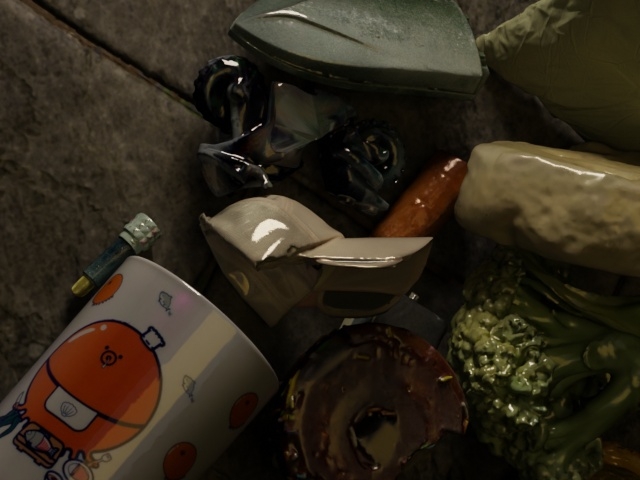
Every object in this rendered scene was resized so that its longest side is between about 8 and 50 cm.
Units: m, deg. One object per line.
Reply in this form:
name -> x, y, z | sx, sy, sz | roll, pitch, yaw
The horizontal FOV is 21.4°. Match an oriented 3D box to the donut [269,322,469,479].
donut -> 0.040, 0.201, 1.856 | 0.216, 0.096, 0.230 | 33, 76, -21

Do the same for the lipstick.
lipstick -> -0.225, 0.020, 1.838 | 0.116, 0.037, 0.037 | -44, 108, -14

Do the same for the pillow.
pillow -> 0.361, -0.198, 1.995 | 0.280, 0.274, 0.076 | 35, 53, -22

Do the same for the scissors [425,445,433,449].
scissors -> 0.102, 0.246, 2.011 | 0.083, 0.006, 0.036 | -29, 104, -23

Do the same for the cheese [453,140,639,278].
cheese -> 0.310, -0.044, 1.935 | 0.326, 0.318, 0.115 | 10, 101, -17

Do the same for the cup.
cup -> -0.222, 0.203, 1.741 | 0.212, 0.212, 0.317 | 46, 73, -19

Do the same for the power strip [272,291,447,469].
power strip -> 0.049, 0.172, 1.952 | 0.105, 0.070, 0.257 | 34, 77, -24

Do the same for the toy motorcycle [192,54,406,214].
toy motorcycle -> -0.031, -0.097, 1.891 | 0.270, 0.106, 0.159 | 24, 79, -24

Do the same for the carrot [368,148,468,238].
carrot -> 0.103, -0.019, 1.977 | 0.205, 0.072, 0.072 | -47, 109, -17

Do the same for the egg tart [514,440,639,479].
egg tart -> 0.339, 0.377, 2.072 | 0.288, 0.118, 0.288 | 2, 86, -29

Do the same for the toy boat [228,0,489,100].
toy boat -> 0.041, -0.226, 1.921 | 0.319, 0.092, 0.141 | 2, 51, -29

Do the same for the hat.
hat -> 0.000, 0.000, 1.840 | 0.226, 0.219, 0.164 | -23, 73, -9

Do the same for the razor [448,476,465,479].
razor -> 0.119, 0.452, 1.958 | 0.204, 0.113, 0.349 | 4, 93, -29

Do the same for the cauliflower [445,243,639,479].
cauliflower -> 0.287, 0.140, 1.965 | 0.281, 0.260, 0.327 | 0, 77, 6
